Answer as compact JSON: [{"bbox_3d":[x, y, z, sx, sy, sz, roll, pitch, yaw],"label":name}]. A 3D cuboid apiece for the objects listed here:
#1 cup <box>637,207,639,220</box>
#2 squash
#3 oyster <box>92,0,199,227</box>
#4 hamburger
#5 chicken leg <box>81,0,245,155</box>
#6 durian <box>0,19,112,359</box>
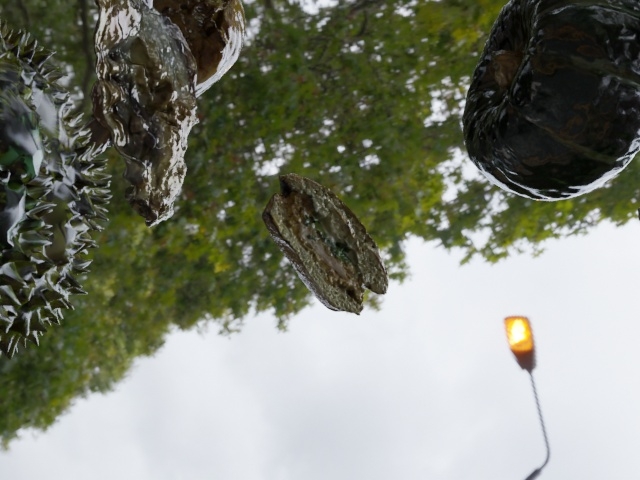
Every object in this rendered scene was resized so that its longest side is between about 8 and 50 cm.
[{"bbox_3d":[0.433,-0.021,0.964,0.102,0.074,0.099,-19,-104,17],"label":"cup"},{"bbox_3d":[0.262,-0.171,0.903,0.252,0.165,0.252,-166,-90,-72],"label":"squash"},{"bbox_3d":[-0.200,-0.189,0.964,0.201,0.107,0.355,-100,-174,-59],"label":"oyster"},{"bbox_3d":[0.000,0.000,1.492,0.283,0.144,0.156,53,-10,-9],"label":"hamburger"},{"bbox_3d":[-0.293,-0.241,1.293,0.409,0.295,0.182,-34,-63,29],"label":"chicken leg"},{"bbox_3d":[-0.283,-0.031,0.579,0.224,0.291,0.291,5,-63,6],"label":"durian"}]
